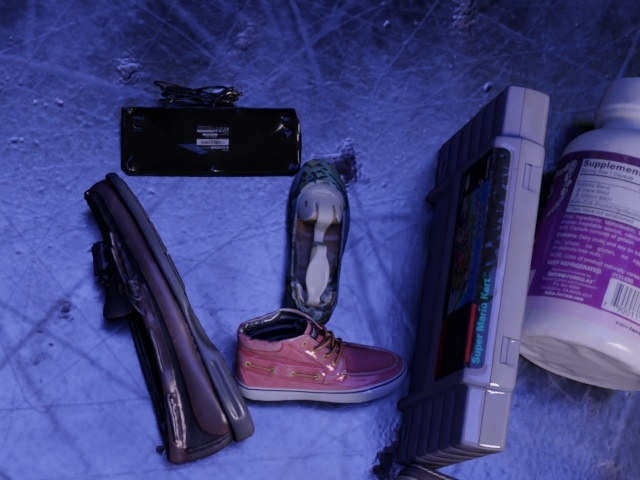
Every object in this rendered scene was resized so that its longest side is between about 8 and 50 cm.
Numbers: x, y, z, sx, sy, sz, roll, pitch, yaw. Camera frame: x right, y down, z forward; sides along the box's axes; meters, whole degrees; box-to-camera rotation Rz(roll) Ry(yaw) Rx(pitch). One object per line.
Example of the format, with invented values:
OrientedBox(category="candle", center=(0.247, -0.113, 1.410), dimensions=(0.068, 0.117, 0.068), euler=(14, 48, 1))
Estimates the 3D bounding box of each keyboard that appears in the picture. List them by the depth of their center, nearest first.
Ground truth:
OrientedBox(category="keyboard", center=(-0.116, -0.119, 1.683), dimensions=(0.192, 0.038, 0.100), euler=(0, 100, -10))

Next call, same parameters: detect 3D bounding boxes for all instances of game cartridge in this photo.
OrientedBox(category="game cartridge", center=(0.147, 0.042, 1.579), dimensions=(0.068, 0.230, 0.355), euler=(11, 75, -6))

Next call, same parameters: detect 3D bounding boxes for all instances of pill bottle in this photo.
OrientedBox(category="pill bottle", center=(0.312, -0.010, 1.651), dimensions=(0.169, 0.169, 0.301), euler=(22, 74, -4))

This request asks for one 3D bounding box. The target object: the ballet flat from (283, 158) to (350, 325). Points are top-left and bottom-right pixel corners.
OrientedBox(category="ballet flat", center=(0.000, 0.000, 1.650), dimensions=(0.070, 0.070, 0.188), euler=(4, 76, -9))

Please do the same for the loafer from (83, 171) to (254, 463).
OrientedBox(category="loafer", center=(-0.172, 0.079, 1.585), dimensions=(0.095, 0.109, 0.302), euler=(-28, 86, -10))

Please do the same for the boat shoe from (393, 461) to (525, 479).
OrientedBox(category="boat shoe", center=(0.203, 0.288, 1.601), dimensions=(0.285, 0.103, 0.092), euler=(28, 69, -6))

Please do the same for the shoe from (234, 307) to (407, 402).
OrientedBox(category="shoe", center=(0.001, 0.115, 1.602), dimensions=(0.178, 0.081, 0.063), euler=(-2, 39, -4))
